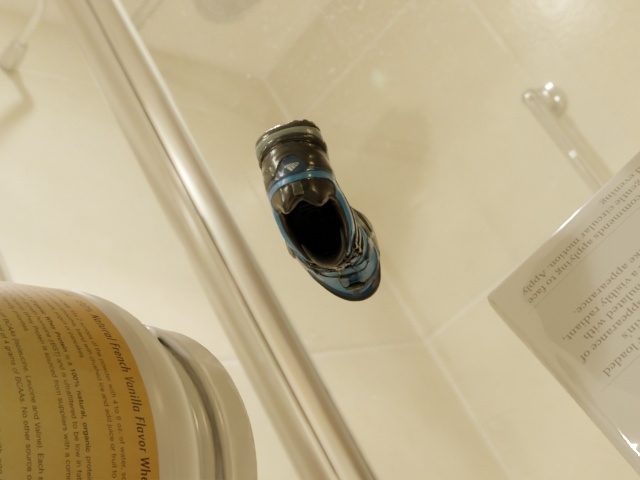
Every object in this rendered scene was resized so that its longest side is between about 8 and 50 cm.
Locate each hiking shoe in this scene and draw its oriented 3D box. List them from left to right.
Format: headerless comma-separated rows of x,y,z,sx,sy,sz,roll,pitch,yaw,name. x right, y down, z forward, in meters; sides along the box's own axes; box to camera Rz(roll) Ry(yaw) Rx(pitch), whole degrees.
0.000,0.000,1.113,0.113,0.132,0.304,-21,-44,11,hiking shoe

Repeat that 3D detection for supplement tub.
-0.206,0.128,0.467,0.228,0.228,0.316,-42,-32,25,supplement tub

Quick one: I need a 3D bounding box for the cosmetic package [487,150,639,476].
0.210,0.059,0.432,0.151,0.184,0.151,-44,-59,8,cosmetic package
